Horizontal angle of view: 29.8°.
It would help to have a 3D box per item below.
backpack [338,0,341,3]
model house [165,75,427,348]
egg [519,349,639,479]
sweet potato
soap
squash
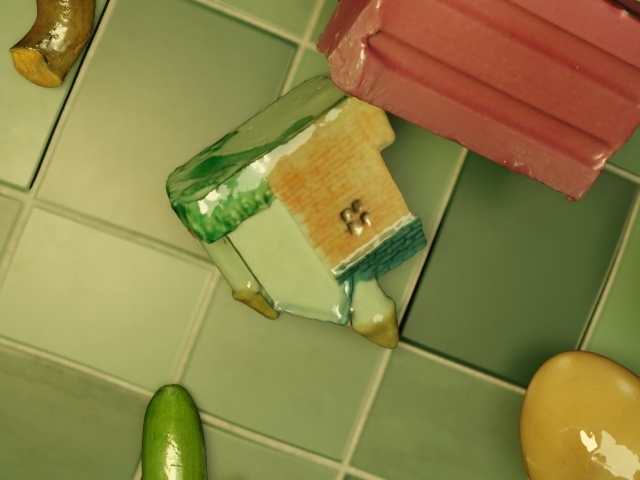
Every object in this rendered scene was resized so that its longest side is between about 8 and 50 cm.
[{"bbox_3d":[0.148,-0.310,1.494,0.283,0.197,0.317,-13,114,1],"label":"backpack"},{"bbox_3d":[0.000,0.000,1.510,0.267,0.194,0.325,-35,109,-8],"label":"model house"},{"bbox_3d":[0.354,0.257,1.535,0.201,0.201,0.244,-23,82,-6],"label":"egg"},{"bbox_3d":[-0.337,-0.332,1.481,0.112,0.085,0.285,-7,92,-3],"label":"sweet potato"},{"bbox_3d":[0.203,-0.218,1.365,0.360,0.128,0.233,23,116,-21],"label":"soap"},{"bbox_3d":[-0.181,0.326,1.507,0.082,0.082,0.292,-2,83,-8],"label":"squash"}]
